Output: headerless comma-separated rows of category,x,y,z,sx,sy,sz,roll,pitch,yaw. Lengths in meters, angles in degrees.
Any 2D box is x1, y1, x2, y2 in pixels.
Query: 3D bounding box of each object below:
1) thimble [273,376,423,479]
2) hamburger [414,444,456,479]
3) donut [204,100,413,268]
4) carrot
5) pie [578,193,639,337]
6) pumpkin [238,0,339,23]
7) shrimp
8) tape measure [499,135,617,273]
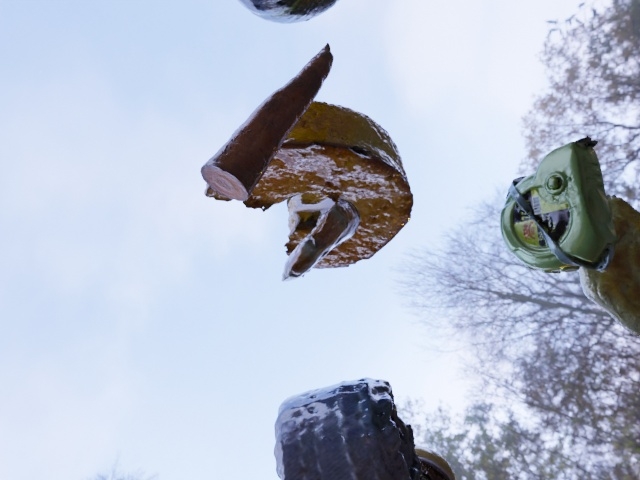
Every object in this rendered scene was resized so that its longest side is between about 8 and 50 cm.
thimble,0.047,0.302,0.735,0.172,0.236,0.205,-17,-93,6
hamburger,0.191,0.486,1.047,0.137,0.175,0.175,-52,-57,-40
donut,0.006,-0.118,1.105,0.435,0.377,0.164,48,-143,-49
carrot,-0.041,-0.141,0.583,0.057,0.057,0.224,48,-114,-30
pie,0.657,0.038,1.001,0.338,0.337,0.075,-57,-21,-16
pumpkin,-0.050,-0.590,1.032,0.323,0.323,0.241,-25,-106,-31
shrimp,0.000,0.000,0.870,0.164,0.317,0.062,-43,-90,8
tape measure,0.377,-0.036,0.841,0.106,0.175,0.200,0,-107,-39
